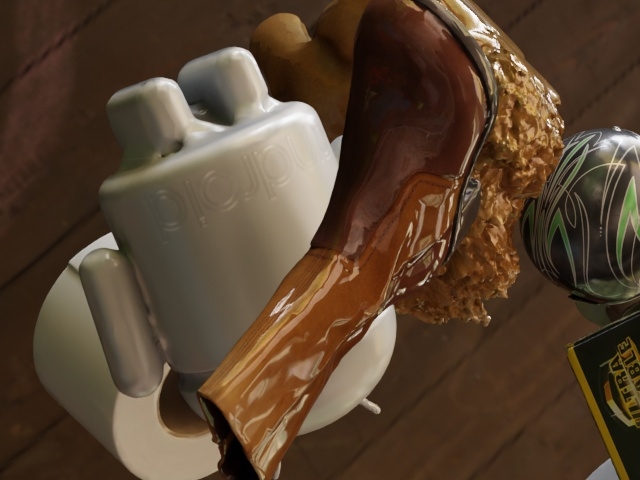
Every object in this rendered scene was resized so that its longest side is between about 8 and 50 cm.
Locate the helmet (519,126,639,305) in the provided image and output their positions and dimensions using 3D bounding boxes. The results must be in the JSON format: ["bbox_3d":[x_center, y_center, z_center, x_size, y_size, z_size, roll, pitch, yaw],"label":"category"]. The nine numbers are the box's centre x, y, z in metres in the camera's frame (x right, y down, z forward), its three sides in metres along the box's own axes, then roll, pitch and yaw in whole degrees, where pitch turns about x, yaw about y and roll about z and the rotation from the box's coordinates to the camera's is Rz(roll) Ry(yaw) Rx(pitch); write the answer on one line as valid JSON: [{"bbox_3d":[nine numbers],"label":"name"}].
[{"bbox_3d":[0.287,-0.029,1.505,0.169,0.169,0.161,-47,-51,-5],"label":"helmet"}]

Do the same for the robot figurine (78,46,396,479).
[{"bbox_3d":[-0.060,0.019,1.230,0.300,0.200,0.353,-26,-80,-20],"label":"robot figurine"}]

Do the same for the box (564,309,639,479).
[{"bbox_3d":[0.306,0.208,0.986,0.079,0.322,0.257,-30,-21,24],"label":"box"}]

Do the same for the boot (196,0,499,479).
[{"bbox_3d":[0.000,0.000,0.946,0.280,0.096,0.264,-49,-22,-28],"label":"boot"}]

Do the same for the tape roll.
[{"bbox_3d":[-0.169,0.122,1.590,0.246,0.169,0.246,-23,-52,-32],"label":"tape roll"}]

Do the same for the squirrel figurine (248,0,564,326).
[{"bbox_3d":[0.046,-0.088,1.498,0.370,0.397,0.281,-46,-34,13],"label":"squirrel figurine"}]

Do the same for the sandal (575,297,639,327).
[{"bbox_3d":[0.427,0.091,1.817,0.086,0.303,0.120,-11,-71,-31],"label":"sandal"}]

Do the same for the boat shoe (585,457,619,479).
[{"bbox_3d":[0.319,0.206,1.272,0.258,0.095,0.084,-46,-69,-1],"label":"boat shoe"}]
